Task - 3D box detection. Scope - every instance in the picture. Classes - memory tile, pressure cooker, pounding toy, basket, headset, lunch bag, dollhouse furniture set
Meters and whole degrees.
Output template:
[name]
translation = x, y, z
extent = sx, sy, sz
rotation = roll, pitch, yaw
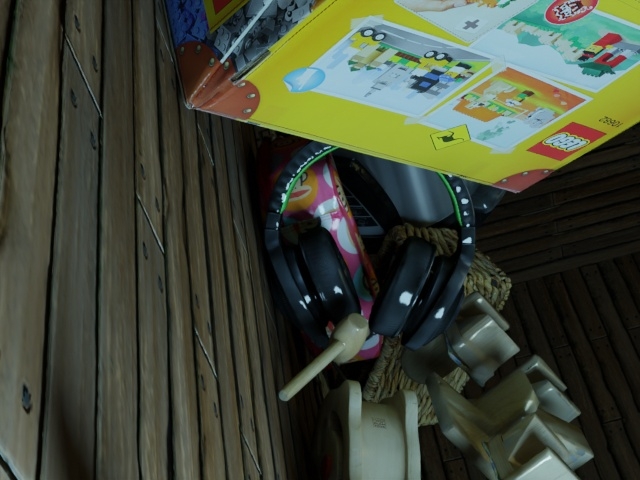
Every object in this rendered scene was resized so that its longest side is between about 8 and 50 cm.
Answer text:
[memory tile]
translation = 0.012, 0.244, 1.659
extent = 0.148, 0.012, 0.113
rotation = 72, 5, -52
[pressure cooker]
translation = 0.104, -0.184, 1.969
extent = 0.420, 0.376, 0.369
rotation = 70, 3, -50
[pounding toy]
translation = 0.012, 0.224, 1.283
extent = 0.154, 0.155, 0.269
rotation = 115, -19, -48
[basket]
translation = 0.110, 0.128, 1.853
extent = 0.213, 0.223, 0.299
rotation = 45, -55, 40
[headset]
translation = 0.053, 0.056, 1.439
extent = 0.185, 0.244, 0.394
rotation = -79, 173, -84
[lunch bag]
translation = 0.000, 0.000, 1.605
extent = 0.258, 0.120, 0.293
rotation = -98, 172, -67
[dollhouse furniture set]
translation = 0.236, 0.334, 1.440
extent = 0.394, 0.256, 0.362
rotation = 45, 13, -22

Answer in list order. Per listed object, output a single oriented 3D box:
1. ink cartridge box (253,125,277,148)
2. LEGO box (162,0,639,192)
[ink cartridge box]
translation = -0.075, -0.136, 1.735
extent = 0.048, 0.028, 0.083
rotation = 71, 5, -51
[LEGO box]
translation = 0.156, -0.245, 1.184
extent = 0.500, 0.372, 0.193
rotation = 11, 57, -43
